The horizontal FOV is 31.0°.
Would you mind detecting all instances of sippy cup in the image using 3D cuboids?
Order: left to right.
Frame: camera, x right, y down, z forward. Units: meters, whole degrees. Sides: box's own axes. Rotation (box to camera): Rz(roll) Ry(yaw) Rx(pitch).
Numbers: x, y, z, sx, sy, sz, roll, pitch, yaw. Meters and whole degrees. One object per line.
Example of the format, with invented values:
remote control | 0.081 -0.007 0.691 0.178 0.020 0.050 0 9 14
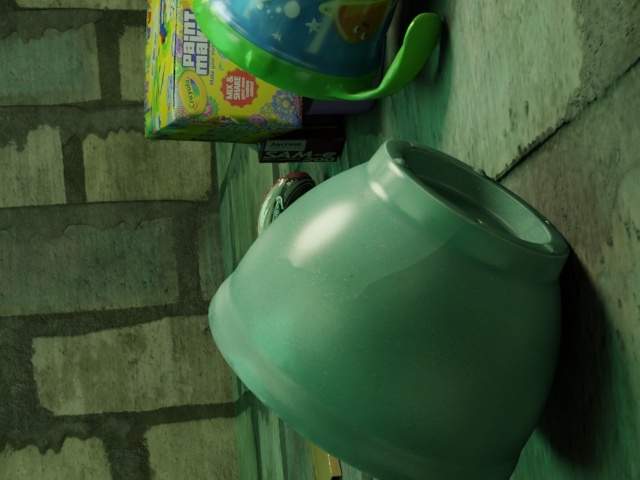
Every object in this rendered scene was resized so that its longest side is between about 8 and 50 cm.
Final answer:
sippy cup | 0.002 -0.315 1.304 0.224 0.305 0.240 -61 5 32

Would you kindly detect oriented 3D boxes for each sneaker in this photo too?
sneaker | -0.030 0.032 1.938 0.112 0.121 0.299 16 111 48

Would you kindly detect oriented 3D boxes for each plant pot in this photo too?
plant pot | 0.081 0.040 0.950 0.196 0.293 0.293 -61 22 19

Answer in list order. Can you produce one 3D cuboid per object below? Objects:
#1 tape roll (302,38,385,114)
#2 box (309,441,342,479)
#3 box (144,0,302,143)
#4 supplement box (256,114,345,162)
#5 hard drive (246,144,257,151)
tape roll | 0.016 -0.313 1.599 0.275 0.090 0.275 177 90 -80
box | 0.002 0.352 2.044 0.164 0.021 0.201 104 160 -57
box | -0.140 -0.291 1.608 0.279 0.177 0.290 -177 88 -74
supplement box | -0.044 -0.241 1.826 0.073 0.130 0.239 109 157 -60
hard drive | -0.121 -0.273 2.118 0.318 0.040 0.210 25 -120 -74
